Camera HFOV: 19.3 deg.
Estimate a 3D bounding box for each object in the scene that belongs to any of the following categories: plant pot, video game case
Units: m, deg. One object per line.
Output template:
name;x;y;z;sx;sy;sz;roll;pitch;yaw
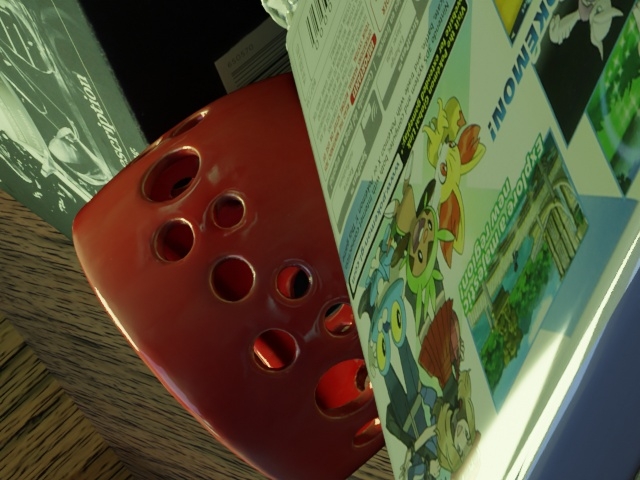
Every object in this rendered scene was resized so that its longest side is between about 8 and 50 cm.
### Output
plant pot;0.000;0.000;0.930;0.191;0.174;0.191;44;-170;-10
video game case;0.070;-0.102;0.534;0.300;0.036;0.329;-103;27;-48

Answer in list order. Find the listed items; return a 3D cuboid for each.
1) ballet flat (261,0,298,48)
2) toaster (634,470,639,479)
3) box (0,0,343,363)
ballet flat;-0.013;-0.185;0.773;0.409;0.147;0.147;54;161;-1
toaster;0.154;0.081;0.994;0.185;0.110;0.168;17;-177;-38
box;-0.120;-0.141;1.125;0.312;0.179;0.343;33;156;40
